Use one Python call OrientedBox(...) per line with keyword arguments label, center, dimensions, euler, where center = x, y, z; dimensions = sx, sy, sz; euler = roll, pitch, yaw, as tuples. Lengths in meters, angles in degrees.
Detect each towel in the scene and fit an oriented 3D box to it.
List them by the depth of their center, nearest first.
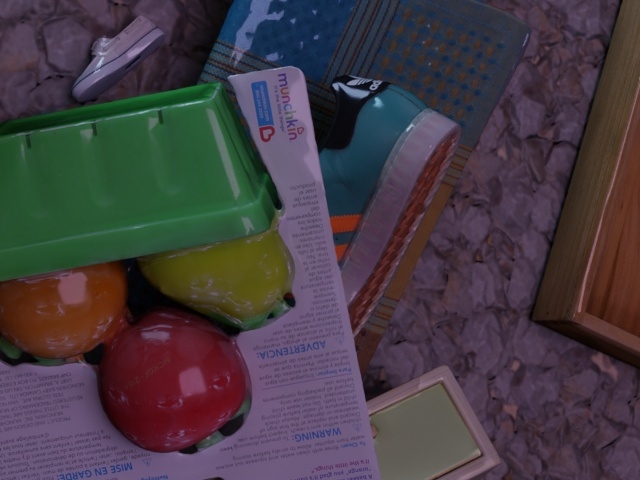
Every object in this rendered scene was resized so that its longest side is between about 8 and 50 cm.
OrientedBox(label="towel", center=(0.000, -0.075, 1.573), dimensions=(0.271, 0.040, 0.370), euler=(24, 93, -27))

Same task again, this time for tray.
OrientedBox(label="tray", center=(0.360, -0.079, 1.814), dimensions=(0.203, 0.076, 0.411), euler=(24, 77, -28))

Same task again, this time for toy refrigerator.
OrientedBox(label="toy refrigerator", center=(0.012, 0.212, 1.552), dimensions=(0.269, 0.094, 0.102), euler=(-23, 76, -22))

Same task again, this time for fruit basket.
OrientedBox(label="fruit basket", center=(-0.140, 0.058, 1.438), dimensions=(0.327, 0.165, 0.353), euler=(-11, 108, 4))

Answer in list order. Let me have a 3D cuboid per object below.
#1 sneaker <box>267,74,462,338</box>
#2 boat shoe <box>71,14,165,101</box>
OrientedBox(label="sneaker", center=(0.000, 0.000, 1.523), dimensions=(0.302, 0.121, 0.108), euler=(-61, 164, 18))
OrientedBox(label="boat shoe", center=(-0.178, -0.156, 1.526), dimensions=(0.035, 0.035, 0.100), euler=(45, 69, 8))
